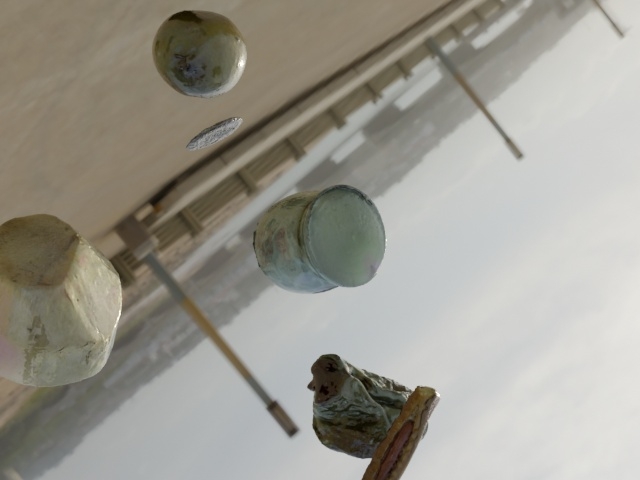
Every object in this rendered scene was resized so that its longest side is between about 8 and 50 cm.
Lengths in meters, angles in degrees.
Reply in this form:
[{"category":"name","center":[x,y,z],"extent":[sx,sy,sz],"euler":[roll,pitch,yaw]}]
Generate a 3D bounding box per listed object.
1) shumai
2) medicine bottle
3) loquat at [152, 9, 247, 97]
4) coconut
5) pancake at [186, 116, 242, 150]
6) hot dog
[{"category":"shumai","center":[0.110,0.347,1.950],"extent":[0.272,0.204,0.222],"euler":[-9,-144,-17]},{"category":"medicine bottle","center":[0.000,0.000,1.250],"extent":[0.147,0.147,0.143],"euler":[-41,-162,-34]},{"category":"loquat","center":[-0.194,-0.301,1.441],"extent":[0.152,0.152,0.195],"euler":[-39,-171,11]},{"category":"coconut","center":[-0.419,0.098,1.325],"extent":[0.259,0.259,0.259],"euler":[-39,-178,2]},{"category":"pancake","center":[-0.192,-0.192,1.604],"extent":[0.115,0.011,0.115],"euler":[-31,176,-2]},{"category":"hot dog","center":[0.141,0.407,1.703],"extent":[0.289,0.068,0.083],"euler":[-63,170,-1]}]
